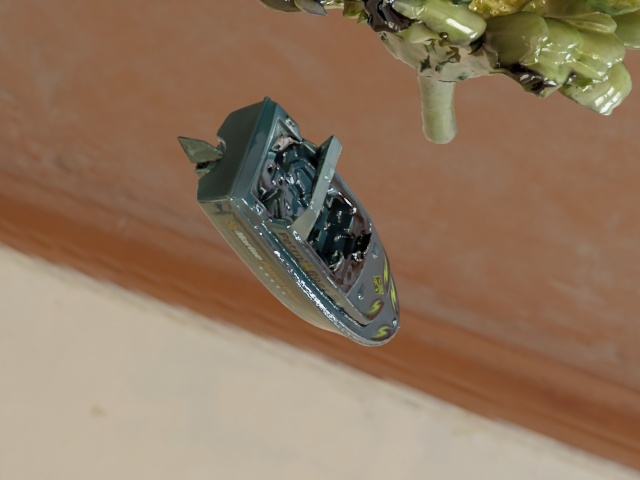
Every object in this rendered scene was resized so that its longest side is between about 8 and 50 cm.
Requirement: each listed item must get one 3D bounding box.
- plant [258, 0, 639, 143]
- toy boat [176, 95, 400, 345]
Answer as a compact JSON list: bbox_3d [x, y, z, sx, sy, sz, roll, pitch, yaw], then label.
[{"bbox_3d":[0.063,-0.176,1.248,0.261,0.306,0.297,1,144,-36],"label":"plant"},{"bbox_3d":[0.000,0.000,1.280,0.103,0.093,0.246,-2,144,33],"label":"toy boat"}]
